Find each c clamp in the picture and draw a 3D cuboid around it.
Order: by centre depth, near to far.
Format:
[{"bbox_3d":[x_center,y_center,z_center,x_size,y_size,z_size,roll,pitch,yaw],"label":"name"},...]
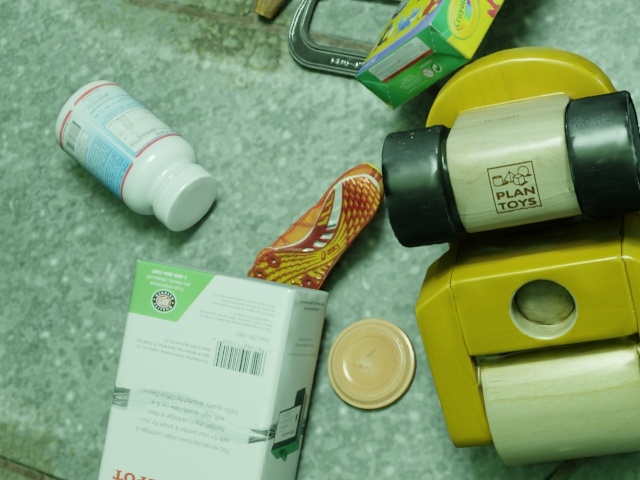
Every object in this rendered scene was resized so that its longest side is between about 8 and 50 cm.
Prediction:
[{"bbox_3d":[0.047,-0.221,1.372,0.161,0.022,0.137,7,84,20],"label":"c clamp"}]

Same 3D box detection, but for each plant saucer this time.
[{"bbox_3d":[0.046,0.111,1.286,0.083,0.013,0.083,-5,74,18],"label":"plant saucer"}]

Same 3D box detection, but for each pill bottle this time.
[{"bbox_3d":[-0.177,-0.081,1.379,0.160,0.087,0.087,40,92,24],"label":"pill bottle"}]

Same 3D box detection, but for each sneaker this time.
[{"bbox_3d":[0.000,0.000,1.314,0.175,0.067,0.064,-42,94,21],"label":"sneaker"}]

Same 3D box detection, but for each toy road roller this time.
[{"bbox_3d":[0.193,0.000,1.189,0.203,0.240,0.329,-9,110,18],"label":"toy road roller"}]

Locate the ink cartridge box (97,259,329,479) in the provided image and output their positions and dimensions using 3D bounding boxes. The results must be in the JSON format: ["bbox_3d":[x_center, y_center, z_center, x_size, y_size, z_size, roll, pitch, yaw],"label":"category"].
[{"bbox_3d":[-0.097,0.139,1.273,0.160,0.092,0.219,11,90,23],"label":"ink cartridge box"}]

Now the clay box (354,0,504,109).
[{"bbox_3d":[0.124,-0.228,1.250,0.053,0.127,0.222,37,60,-15],"label":"clay box"}]

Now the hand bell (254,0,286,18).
[{"bbox_3d":[-0.007,-0.331,1.387,0.126,0.126,0.242,28,98,24],"label":"hand bell"}]
